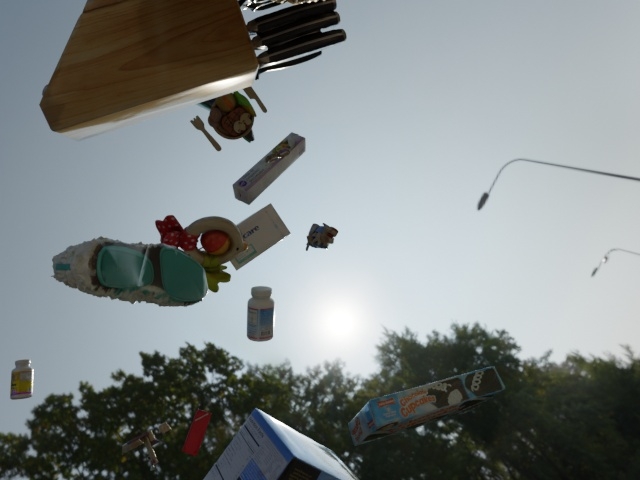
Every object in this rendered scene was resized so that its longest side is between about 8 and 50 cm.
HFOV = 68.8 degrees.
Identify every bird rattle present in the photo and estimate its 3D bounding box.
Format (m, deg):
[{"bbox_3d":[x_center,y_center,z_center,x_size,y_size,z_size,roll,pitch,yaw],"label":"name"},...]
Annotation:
[{"bbox_3d":[-0.322,0.005,1.296,0.206,0.143,0.254,-30,-58,7],"label":"bird rattle"}]

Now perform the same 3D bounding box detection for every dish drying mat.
[{"bbox_3d":[-0.249,0.386,0.940,0.008,0.032,0.083,95,-167,-71],"label":"dish drying mat"}]

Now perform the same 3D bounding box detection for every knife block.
[{"bbox_3d":[-0.118,-0.193,0.501,0.242,0.088,0.276,25,-91,-13],"label":"knife block"}]

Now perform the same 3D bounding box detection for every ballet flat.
[{"bbox_3d":[-0.399,0.070,1.013,0.147,0.147,0.409,-63,-20,-4],"label":"ballet flat"},{"bbox_3d":[-0.286,-0.402,1.393,0.096,0.280,0.095,-53,-14,3],"label":"ballet flat"}]

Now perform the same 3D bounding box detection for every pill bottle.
[{"bbox_3d":[-0.186,0.228,1.461,0.087,0.087,0.160,-4,-78,-42],"label":"pill bottle"},{"bbox_3d":[-0.675,0.314,1.057,0.043,0.043,0.083,10,-118,-44],"label":"pill bottle"}]

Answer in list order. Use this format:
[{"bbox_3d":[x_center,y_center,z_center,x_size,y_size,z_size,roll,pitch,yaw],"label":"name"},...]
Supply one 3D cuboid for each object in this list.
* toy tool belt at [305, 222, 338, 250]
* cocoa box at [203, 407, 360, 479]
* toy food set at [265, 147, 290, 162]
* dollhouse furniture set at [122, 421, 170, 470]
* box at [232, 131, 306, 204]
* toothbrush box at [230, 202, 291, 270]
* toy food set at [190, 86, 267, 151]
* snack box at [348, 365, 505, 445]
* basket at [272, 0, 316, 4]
[{"bbox_3d":[0.000,0.000,0.867,0.052,0.083,0.051,36,-103,-21],"label":"toy tool belt"},{"bbox_3d":[-0.074,0.638,1.197,0.347,0.231,0.228,43,-102,-32],"label":"cocoa box"},{"bbox_3d":[-0.117,-0.238,1.299,0.077,0.122,0.019,-26,-76,-12],"label":"toy food set"},{"bbox_3d":[-0.402,0.492,1.091,0.091,0.114,0.081,-15,-107,-48],"label":"dollhouse furniture set"},{"bbox_3d":[-0.164,-0.246,1.558,0.324,0.063,0.067,-50,-25,-31],"label":"box"},{"bbox_3d":[-0.241,-0.015,1.617,0.216,0.295,0.126,-35,-83,-11],"label":"toothbrush box"},{"bbox_3d":[-0.240,-0.338,1.268,0.192,0.038,0.132,-43,-60,-6],"label":"toy food set"},{"bbox_3d":[0.238,0.381,1.071,0.321,0.060,0.187,-9,-33,-18],"label":"snack box"},{"bbox_3d":[-0.035,-0.342,0.376,0.213,0.223,0.299,11,-114,-49],"label":"basket"}]
